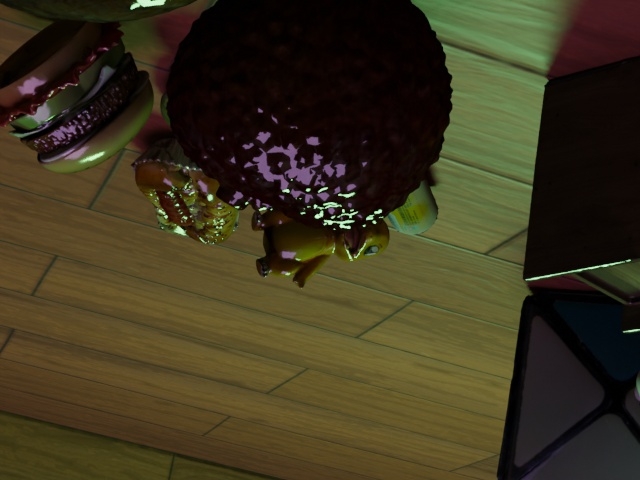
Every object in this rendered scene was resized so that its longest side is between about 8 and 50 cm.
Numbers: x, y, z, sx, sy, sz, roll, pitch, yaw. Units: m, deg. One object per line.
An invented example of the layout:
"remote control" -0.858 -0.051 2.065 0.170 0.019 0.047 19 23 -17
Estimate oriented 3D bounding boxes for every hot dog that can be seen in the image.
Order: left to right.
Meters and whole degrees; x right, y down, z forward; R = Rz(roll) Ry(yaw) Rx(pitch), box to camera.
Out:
"hot dog" -0.163 -0.056 1.893 0.131 0.069 0.252 8 161 5

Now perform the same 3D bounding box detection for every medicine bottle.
"medicine bottle" 0.087 -0.073 1.724 0.074 0.074 0.218 5 161 16

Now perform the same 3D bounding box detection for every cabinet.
"cabinet" 0.320 -0.041 1.479 0.175 0.215 0.148 27 154 -37

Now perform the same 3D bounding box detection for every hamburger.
"hamburger" -0.251 -0.145 1.536 0.175 0.175 0.137 -10 125 44

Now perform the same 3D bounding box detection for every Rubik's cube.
"Rubik's cube" 0.433 0.258 2.103 0.305 0.310 0.307 4 160 25

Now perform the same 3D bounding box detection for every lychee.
"lychee" -0.011 -0.134 1.380 0.261 0.260 0.260 9 160 3

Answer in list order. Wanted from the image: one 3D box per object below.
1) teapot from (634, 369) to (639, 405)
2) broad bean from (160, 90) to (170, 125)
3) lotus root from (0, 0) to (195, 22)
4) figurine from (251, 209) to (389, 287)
"teapot" 0.524 0.108 1.781 0.424 0.252 0.280 -36 169 34
"broad bean" -0.105 -0.142 1.656 0.153 0.072 0.206 12 171 3
"lotus root" -0.170 -0.247 1.256 0.314 0.210 0.142 13 153 33
"figurine" 0.002 0.000 1.939 0.176 0.121 0.122 -4 177 4
